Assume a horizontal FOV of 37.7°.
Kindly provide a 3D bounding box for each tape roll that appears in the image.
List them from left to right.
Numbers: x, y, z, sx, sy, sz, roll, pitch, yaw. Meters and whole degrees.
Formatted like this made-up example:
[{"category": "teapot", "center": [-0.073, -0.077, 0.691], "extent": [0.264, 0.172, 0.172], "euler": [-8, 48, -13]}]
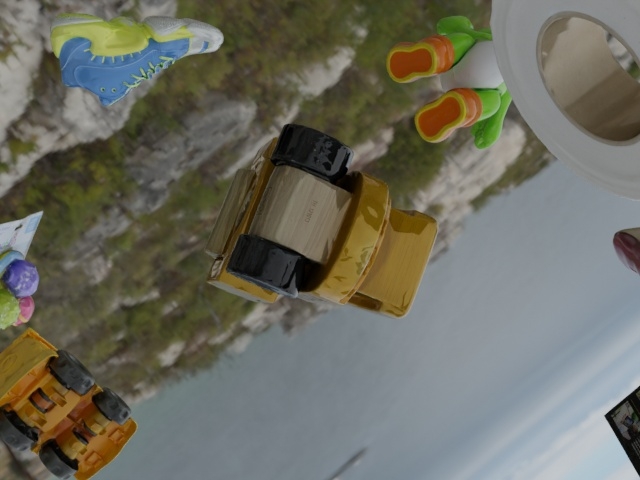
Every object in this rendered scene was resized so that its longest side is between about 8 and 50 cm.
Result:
[{"category": "tape roll", "center": [0.301, -0.183, 0.931], "extent": [0.100, 0.286, 0.286], "euler": [-35, 162, -17]}]

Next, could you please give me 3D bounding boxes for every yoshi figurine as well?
[{"category": "yoshi figurine", "center": [0.250, -0.272, 1.522], "extent": [0.362, 0.203, 0.203], "euler": [-26, 139, -42]}]

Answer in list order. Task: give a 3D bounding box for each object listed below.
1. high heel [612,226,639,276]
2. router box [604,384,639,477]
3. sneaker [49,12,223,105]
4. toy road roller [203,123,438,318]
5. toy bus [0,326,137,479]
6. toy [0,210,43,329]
[{"category": "high heel", "center": [0.511, 0.059, 1.398], "extent": [0.127, 0.181, 0.377], "euler": [-6, 167, 15]}, {"category": "router box", "center": [0.402, 0.218, 1.015], "extent": [0.046, 0.179, 0.133], "euler": [32, 113, -28]}, {"category": "sneaker", "center": [-0.258, -0.253, 1.324], "extent": [0.091, 0.240, 0.126], "euler": [-86, 180, -74]}, {"category": "toy road roller", "center": [0.000, 0.000, 1.228], "extent": [0.202, 0.241, 0.329], "euler": [-68, -165, -8]}, {"category": "toy bus", "center": [-0.422, 0.243, 1.468], "extent": [0.149, 0.211, 0.220], "euler": [-46, 126, -9]}, {"category": "toy", "center": [-0.387, 0.088, 1.142], "extent": [0.237, 0.056, 0.137], "euler": [-63, 180, 10]}]
